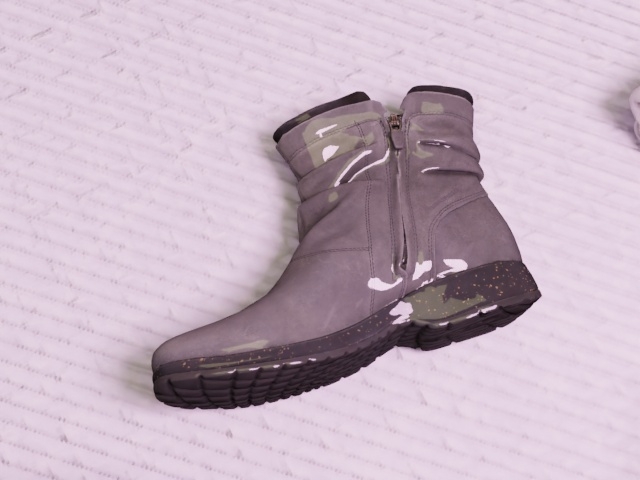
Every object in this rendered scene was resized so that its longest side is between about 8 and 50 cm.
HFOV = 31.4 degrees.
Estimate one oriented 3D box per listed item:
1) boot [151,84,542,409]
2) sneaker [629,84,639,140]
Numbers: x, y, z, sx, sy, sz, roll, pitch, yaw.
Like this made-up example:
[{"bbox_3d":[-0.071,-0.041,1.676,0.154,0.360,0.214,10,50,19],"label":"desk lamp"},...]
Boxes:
[{"bbox_3d":[0.000,0.000,0.687,0.246,0.083,0.161,-15,71,-16],"label":"boot"},{"bbox_3d":[0.261,-0.148,0.731,0.169,0.108,0.292,-24,81,-15],"label":"sneaker"}]
